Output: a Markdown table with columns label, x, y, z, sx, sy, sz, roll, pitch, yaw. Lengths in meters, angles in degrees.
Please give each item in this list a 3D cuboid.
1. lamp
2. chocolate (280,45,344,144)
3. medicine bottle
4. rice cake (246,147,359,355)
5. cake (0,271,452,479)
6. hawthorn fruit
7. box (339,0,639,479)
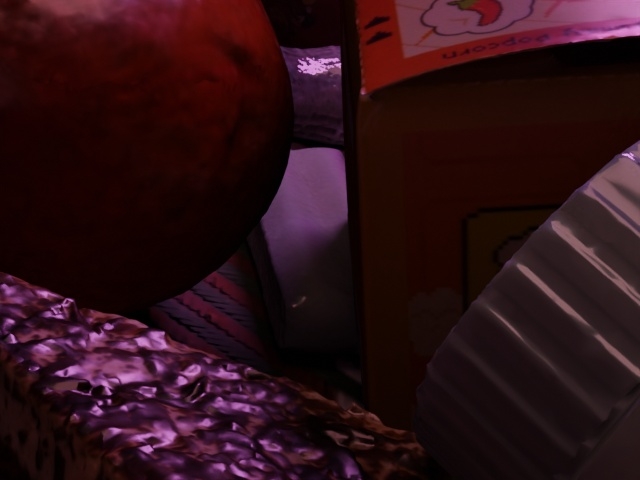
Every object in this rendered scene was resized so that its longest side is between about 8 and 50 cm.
| label | x | y | z | sx | sy | sz | roll | pitch | yaw |
| --- | --- | --- | --- | --- | --- | --- | --- | --- | --- |
| lamp | -0.013 | -0.216 | 1.221 | 0.135 | 0.157 | 0.156 | 2 | 32 | 27 |
| chocolate | -0.025 | -0.100 | 1.036 | 0.167 | 0.072 | 0.072 | 4 | 24 | -24 |
| medicine bottle | 0.180 | 0.111 | 0.424 | 0.318 | 0.158 | 0.158 | 43 | 35 | 21 |
| rice cake | -0.001 | -0.001 | 0.855 | 0.080 | 0.042 | 0.222 | 0 | 25 | -13 |
| cake | -0.064 | 0.082 | 0.553 | 0.135 | 0.112 | 0.246 | -4 | 24 | -38 |
| hawthorn fruit | -0.154 | -0.060 | 0.701 | 0.242 | 0.242 | 0.271 | 25 | 29 | 28 |
| box | 0.139 | -0.048 | 0.674 | 0.259 | 0.214 | 0.283 | -5 | 31 | 1 |
